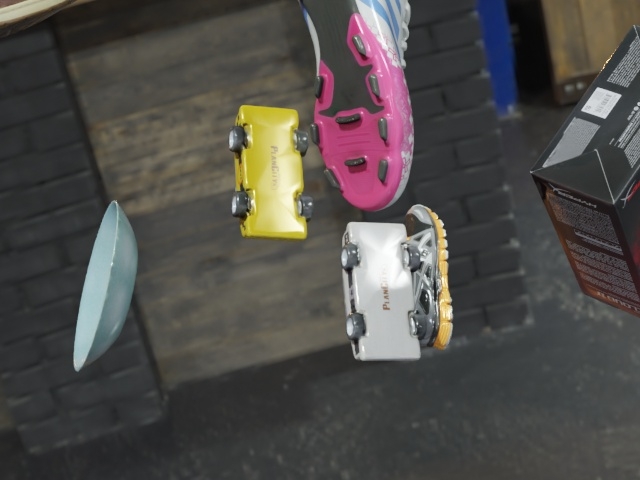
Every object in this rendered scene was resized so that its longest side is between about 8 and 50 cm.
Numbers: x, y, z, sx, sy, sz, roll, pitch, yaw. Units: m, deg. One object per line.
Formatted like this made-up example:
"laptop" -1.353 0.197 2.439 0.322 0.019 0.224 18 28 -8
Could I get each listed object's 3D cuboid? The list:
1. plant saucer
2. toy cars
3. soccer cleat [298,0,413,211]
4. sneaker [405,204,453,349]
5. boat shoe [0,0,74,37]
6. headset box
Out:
"plant saucer" -0.235 0.054 1.473 0.037 0.195 0.195 13 15 -17
"toy cars" 0.000 0.000 1.704 0.176 0.394 0.087 -40 -5 -29
"soccer cleat" 0.052 -0.198 1.355 0.116 0.331 0.143 -13 -1 41
"sneaker" 0.130 0.046 1.798 0.083 0.084 0.215 0 59 -5
"boat shoe" -0.445 -0.314 1.663 0.342 0.123 0.123 -25 8 -33
"headset box" 0.371 -0.061 1.494 0.110 0.293 0.218 26 71 36
